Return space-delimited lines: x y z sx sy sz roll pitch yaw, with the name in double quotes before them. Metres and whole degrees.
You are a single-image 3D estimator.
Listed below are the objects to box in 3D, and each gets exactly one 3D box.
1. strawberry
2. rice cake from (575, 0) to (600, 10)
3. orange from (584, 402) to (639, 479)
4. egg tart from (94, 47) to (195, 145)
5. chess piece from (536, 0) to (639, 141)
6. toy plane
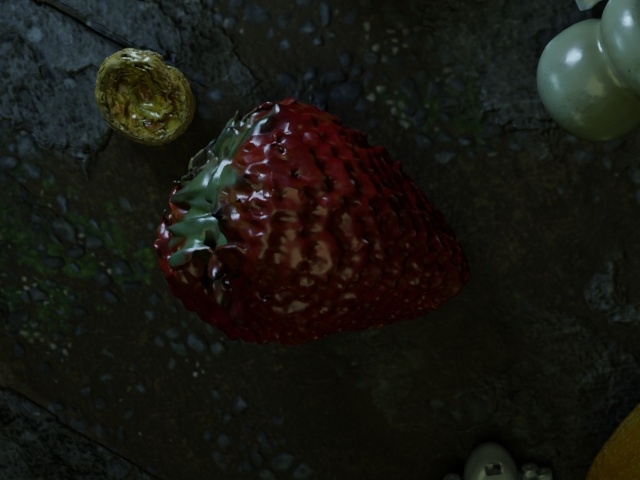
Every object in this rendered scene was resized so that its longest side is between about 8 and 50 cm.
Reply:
"strawberry" 0.000 0.000 1.590 0.351 0.267 0.312 17 151 -26
"rice cake" 0.281 -0.358 1.448 0.124 0.038 0.211 -25 106 24
"orange" 0.453 0.319 1.568 0.322 0.322 0.357 10 108 10
"egg tart" -0.207 -0.174 1.653 0.129 0.049 0.129 7 122 12
"chess piece" 0.367 -0.210 1.414 0.330 0.182 0.182 -30 104 36
"toy plane" 0.218 0.332 1.762 0.174 0.080 0.174 -2 113 -4
